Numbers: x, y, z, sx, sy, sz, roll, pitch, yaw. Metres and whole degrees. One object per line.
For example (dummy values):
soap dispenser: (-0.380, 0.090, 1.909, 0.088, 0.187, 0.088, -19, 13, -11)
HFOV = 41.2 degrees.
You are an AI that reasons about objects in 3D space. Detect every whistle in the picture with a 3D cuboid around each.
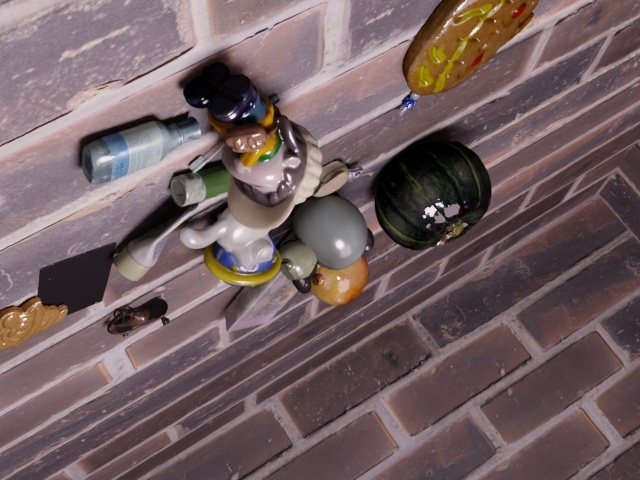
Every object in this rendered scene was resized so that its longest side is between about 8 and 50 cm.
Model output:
whistle: (0.208, -0.321, 1.963, 0.083, 0.029, 0.033, -53, 171, 25)

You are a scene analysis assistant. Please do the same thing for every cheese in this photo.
cheese: (0.039, -0.156, 2.039, 0.171, 0.047, 0.092, -25, 161, -26)

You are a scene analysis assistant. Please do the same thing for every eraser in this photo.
eraser: (-0.103, 0.097, 2.344, 0.213, 0.082, 0.397, -10, 149, -50)

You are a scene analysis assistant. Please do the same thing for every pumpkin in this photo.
pumpkin: (0.301, -0.119, 2.272, 0.323, 0.241, 0.323, -31, 158, -14)

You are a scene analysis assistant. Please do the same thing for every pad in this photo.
pad: (-0.512, 0.095, 1.767, 0.163, 0.004, 0.243, -23, 157, -33)

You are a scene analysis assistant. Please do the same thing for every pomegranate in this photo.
pomegranate: (0.044, 0.091, 2.449, 0.191, 0.191, 0.191, -31, 161, -12)

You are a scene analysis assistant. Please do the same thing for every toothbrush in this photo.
toothbrush: (-0.165, -0.204, 1.621, 0.219, 0.019, 0.016, -39, -164, 9)

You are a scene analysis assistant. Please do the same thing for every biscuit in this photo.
biscuit: (0.352, -0.460, 1.810, 0.350, 0.070, 0.394, -17, 154, -43)
biscuit: (-0.629, 0.179, 1.725, 0.250, 0.035, 0.162, -16, 149, -38)

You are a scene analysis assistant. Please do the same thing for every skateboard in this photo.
skateboard: (-0.435, 0.179, 2.025, 0.151, 0.067, 0.080, -21, 147, -27)

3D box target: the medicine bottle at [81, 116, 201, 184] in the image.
medicine bottle: (-0.301, -0.160, 1.441, 0.208, 0.054, 0.090, -26, 158, -30)

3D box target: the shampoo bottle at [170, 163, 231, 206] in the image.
shampoo bottle: (-0.200, -0.122, 1.698, 0.204, 0.065, 0.065, -20, 156, -38)

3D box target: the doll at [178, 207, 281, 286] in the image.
doll: (-0.185, 0.016, 1.896, 0.311, 0.159, 0.242, -14, 152, -44)

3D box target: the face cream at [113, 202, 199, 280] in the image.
face cream: (-0.321, -0.016, 1.728, 0.224, 0.070, 0.114, -43, -165, 15)

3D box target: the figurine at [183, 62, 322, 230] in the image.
figurine: (-0.104, -0.184, 1.517, 0.204, 0.185, 0.332, -41, 146, -23)

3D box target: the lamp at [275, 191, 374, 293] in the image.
lamp: (0.000, 0.000, 2.078, 0.244, 0.198, 0.198, -41, 163, -13)
